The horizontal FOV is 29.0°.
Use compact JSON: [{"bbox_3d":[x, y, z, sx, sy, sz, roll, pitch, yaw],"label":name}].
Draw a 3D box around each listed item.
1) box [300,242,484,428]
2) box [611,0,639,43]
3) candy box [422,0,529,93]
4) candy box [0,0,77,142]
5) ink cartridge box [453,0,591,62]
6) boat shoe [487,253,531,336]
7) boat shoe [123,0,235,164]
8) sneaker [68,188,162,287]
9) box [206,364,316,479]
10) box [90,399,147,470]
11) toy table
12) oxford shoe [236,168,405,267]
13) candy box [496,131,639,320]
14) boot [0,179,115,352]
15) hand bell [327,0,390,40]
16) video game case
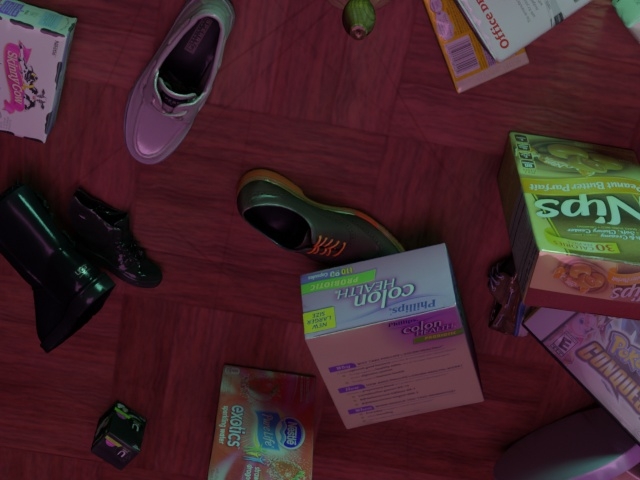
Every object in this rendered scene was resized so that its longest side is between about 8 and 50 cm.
[{"bbox_3d":[0.105,0.142,1.782,0.213,0.117,0.243,-13,139,9],"label":"box"},{"bbox_3d":[0.500,-0.225,1.602,0.094,0.113,0.275,-39,114,20],"label":"box"},{"bbox_3d":[0.190,-0.301,1.604,0.105,0.027,0.206,-24,117,0],"label":"candy box"},{"bbox_3d":[-0.437,-0.237,1.639,0.196,0.070,0.165,15,119,-7],"label":"candy box"},{"bbox_3d":[0.257,-0.335,1.538,0.190,0.082,0.140,-33,116,7],"label":"ink cartridge box"},{"bbox_3d":[0.276,0.064,1.800,0.066,0.066,0.183,2,120,2],"label":"boat shoe"},{"bbox_3d":[-0.190,-0.203,1.643,0.096,0.088,0.267,29,117,-15],"label":"boat shoe"},{"bbox_3d":[-0.292,-0.001,1.784,0.170,0.051,0.089,28,122,-10],"label":"sneaker"},{"bbox_3d":[-0.089,0.333,1.830,0.154,0.300,0.142,8,120,-3],"label":"box"},{"bbox_3d":[-0.316,0.306,1.944,0.062,0.083,0.052,37,115,-18],"label":"box"},{"bbox_3d":[0.420,0.371,1.891,0.274,0.252,0.161,-20,110,47],"label":"toy table"},{"bbox_3d":[0.000,0.000,1.750,0.271,0.098,0.097,24,117,-12],"label":"oxford shoe"},{"bbox_3d":[0.340,-0.024,1.603,0.182,0.316,0.088,8,121,-4],"label":"candy box"},{"bbox_3d":[-0.406,0.037,1.786,0.207,0.094,0.246,49,147,2],"label":"boot"},{"bbox_3d":[0.048,-0.295,1.495,0.126,0.242,0.126,1,119,1],"label":"hand bell"},{"bbox_3d":[0.464,0.130,1.732,0.275,0.035,0.248,46,106,7],"label":"video game case"}]
